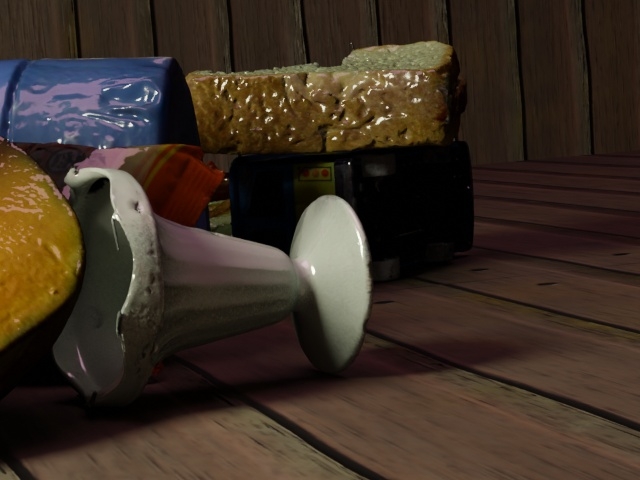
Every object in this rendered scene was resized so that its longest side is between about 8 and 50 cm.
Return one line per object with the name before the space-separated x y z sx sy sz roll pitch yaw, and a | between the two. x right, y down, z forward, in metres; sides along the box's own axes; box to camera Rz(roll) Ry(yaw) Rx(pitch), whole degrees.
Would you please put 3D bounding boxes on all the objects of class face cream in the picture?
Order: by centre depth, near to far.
face cream | -0.225 -0.044 1.557 0.225 0.249 0.249 -4 5 5

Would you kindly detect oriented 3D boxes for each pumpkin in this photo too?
pumpkin | -0.247 0.075 1.098 0.148 0.169 0.312 25 34 12

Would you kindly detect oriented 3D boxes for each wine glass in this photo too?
wine glass | -0.078 0.030 1.181 0.196 0.164 0.165 -2 4 -29

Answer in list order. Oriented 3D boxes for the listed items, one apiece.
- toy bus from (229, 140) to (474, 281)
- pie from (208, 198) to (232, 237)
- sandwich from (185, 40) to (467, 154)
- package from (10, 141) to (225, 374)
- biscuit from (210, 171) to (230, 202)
toy bus | 0.041 -0.035 1.864 0.175 0.138 0.288 0 7 30
pie | -0.194 -0.001 1.957 0.303 0.066 0.302 -8 8 1
sandwich | 0.010 -0.145 1.802 0.288 0.099 0.254 -3 13 4
package | -0.229 0.003 1.337 0.288 0.223 0.108 3 -32 20
biscuit | -0.173 -0.031 2.158 0.252 0.106 0.070 -2 7 25
